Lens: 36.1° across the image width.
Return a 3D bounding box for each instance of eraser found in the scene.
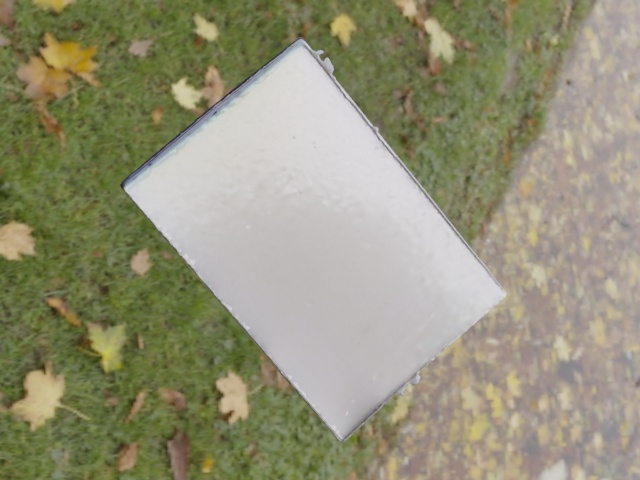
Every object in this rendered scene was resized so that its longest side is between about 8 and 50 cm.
[{"bbox_3d":[0.000,0.000,0.434,0.104,0.023,0.150,-41,99,-7],"label":"eraser"}]
